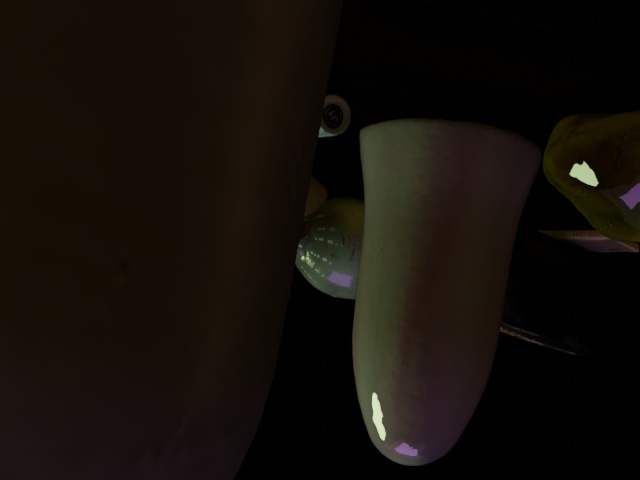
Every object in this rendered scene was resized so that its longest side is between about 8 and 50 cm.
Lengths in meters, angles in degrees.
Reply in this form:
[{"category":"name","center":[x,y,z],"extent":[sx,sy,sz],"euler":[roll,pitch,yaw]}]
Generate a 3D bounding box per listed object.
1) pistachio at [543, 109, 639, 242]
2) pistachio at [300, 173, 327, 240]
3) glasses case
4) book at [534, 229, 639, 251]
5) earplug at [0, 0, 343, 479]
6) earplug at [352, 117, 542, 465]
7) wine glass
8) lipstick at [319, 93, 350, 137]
[{"category":"pistachio","center":[0.246,-0.051,0.922],"extent":[0.189,0.110,0.100],"euler":[-2,-162,46]},{"category":"pistachio","center":[-0.094,-0.050,1.202],"extent":[0.223,0.126,0.152],"euler":[9,-154,-34]},{"category":"glasses case","center":[0.279,0.065,1.456],"extent":[0.082,0.122,0.321],"euler":[1,167,39]},{"category":"book","center":[0.324,0.002,1.455],"extent":[0.111,0.014,0.077],"euler":[1,169,40]},{"category":"earplug","center":[-0.158,-0.030,0.523],"extent":[0.312,0.394,0.312],"euler":[9,170,2]},{"category":"earplug","center":[0.103,0.055,1.087],"extent":[0.172,0.301,0.172],"euler":[7,171,1]},{"category":"wine glass","center":[0.000,0.000,1.404],"extent":[0.241,0.126,0.126],"euler":[12,170,-24]},{"category":"lipstick","center":[-0.019,-0.108,1.048],"extent":[0.037,0.037,0.116],"euler":[14,175,-32]}]
